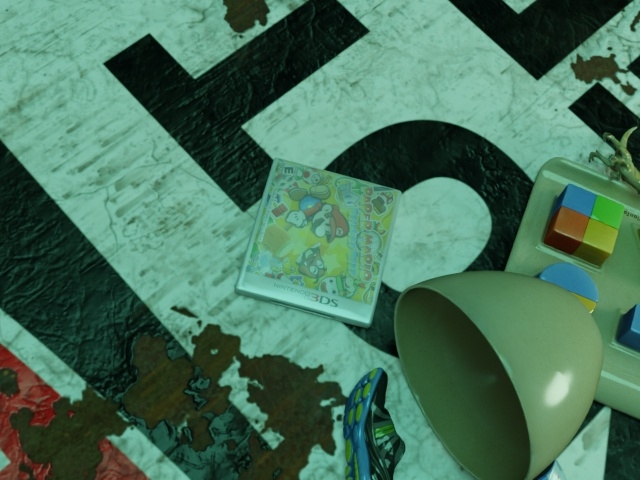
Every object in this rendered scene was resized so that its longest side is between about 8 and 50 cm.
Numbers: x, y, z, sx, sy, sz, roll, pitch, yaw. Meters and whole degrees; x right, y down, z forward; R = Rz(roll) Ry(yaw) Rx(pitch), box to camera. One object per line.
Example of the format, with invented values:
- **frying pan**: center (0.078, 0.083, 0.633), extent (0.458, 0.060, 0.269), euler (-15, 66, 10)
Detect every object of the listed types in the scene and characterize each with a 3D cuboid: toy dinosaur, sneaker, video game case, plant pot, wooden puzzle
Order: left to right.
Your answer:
- **video game case**: center (0.000, 0.000, 1.279), extent (0.206, 0.026, 0.227), euler (15, 67, 0)
- **sneaker**: center (0.077, 0.269, 1.163), extent (0.078, 0.067, 0.188), euler (13, 63, -24)
- **plant pot**: center (0.253, 0.153, 1.111), extent (0.191, 0.284, 0.284), euler (-23, 72, -20)
- **wooden puzzle**: center (0.444, 0.064, 1.271), extent (0.322, 0.080, 0.348), euler (23, 67, 4)
- **toy dinosaur**: center (0.481, -0.130, 1.365), extent (0.092, 0.053, 0.183), euler (26, 39, -18)

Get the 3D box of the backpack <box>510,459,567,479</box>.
- **backpack**: center (0.273, 0.339, 1.128), extent (0.114, 0.105, 0.084), euler (-36, 98, -17)
